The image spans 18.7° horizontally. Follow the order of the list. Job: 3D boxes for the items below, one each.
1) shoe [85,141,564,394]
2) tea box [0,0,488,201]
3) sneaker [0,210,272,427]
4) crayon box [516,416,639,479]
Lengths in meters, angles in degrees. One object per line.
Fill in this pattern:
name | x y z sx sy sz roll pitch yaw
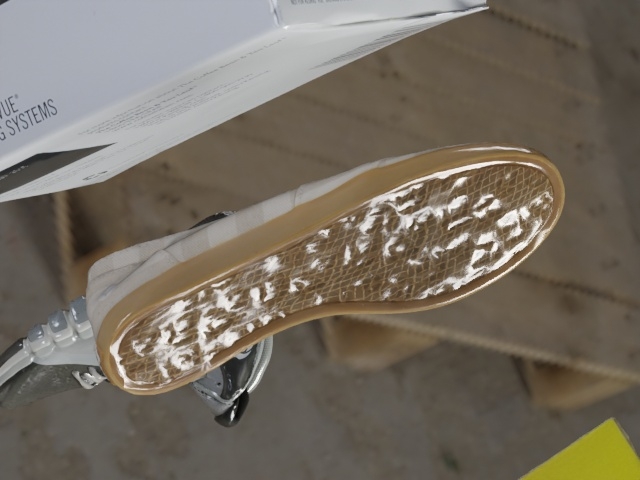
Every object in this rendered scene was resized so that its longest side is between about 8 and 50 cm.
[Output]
shoe | 0.000 0.000 0.851 0.058 0.219 0.076 -122 -164 -53
tea box | -0.133 -0.218 1.109 0.220 0.329 0.323 -16 87 -55
sneaker | -0.119 0.089 1.363 0.132 0.229 0.086 58 9 5
crayon box | 0.143 0.269 0.957 0.318 0.202 0.081 58 -7 -2
